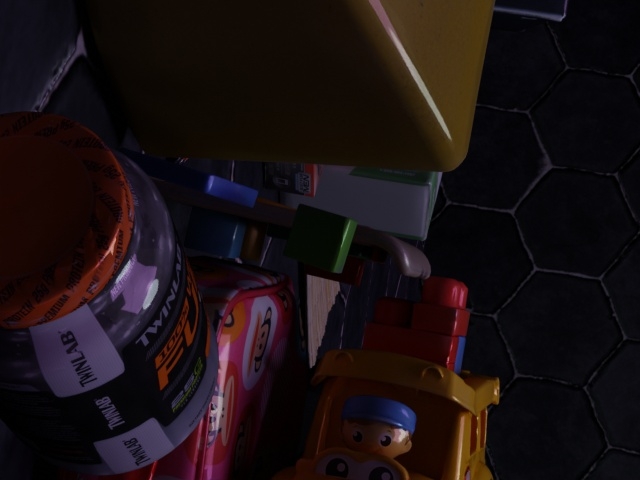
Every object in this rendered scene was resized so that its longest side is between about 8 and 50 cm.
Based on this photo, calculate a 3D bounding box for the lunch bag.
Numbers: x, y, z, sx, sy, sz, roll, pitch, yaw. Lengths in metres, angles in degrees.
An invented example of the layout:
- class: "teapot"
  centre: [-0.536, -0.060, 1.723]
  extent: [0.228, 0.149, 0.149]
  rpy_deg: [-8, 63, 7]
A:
- class: "lunch bag"
  centre: [-0.095, 0.159, 0.865]
  extent: [0.258, 0.120, 0.293]
  rpy_deg: [-9, 108, -80]

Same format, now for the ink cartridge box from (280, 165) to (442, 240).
- class: "ink cartridge box"
  centre: [0.056, -0.114, 1.418]
  extent: [0.093, 0.154, 0.212]
  rpy_deg: [88, 14, -49]

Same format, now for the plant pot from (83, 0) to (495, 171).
- class: "plant pot"
  centre: [-0.023, -0.180, 0.774]
  extent: [0.187, 0.212, 0.212]
  rpy_deg: [54, 45, -60]

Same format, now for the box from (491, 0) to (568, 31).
- class: "box"
  centre: [0.184, -0.451, 1.553]
  extent: [0.293, 0.212, 0.395]
  rpy_deg: [-103, -159, -84]

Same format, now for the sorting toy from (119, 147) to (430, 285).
- class: "sorting toy"
  centre: [-0.028, -0.002, 0.903]
  extent: [0.348, 0.196, 0.047]
  rpy_deg: [15, 93, -81]

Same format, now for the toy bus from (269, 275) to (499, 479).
- class: "toy bus"
  centre: [0.048, 0.126, 0.879]
  extent: [0.220, 0.149, 0.211]
  rpy_deg: [4, 96, -75]

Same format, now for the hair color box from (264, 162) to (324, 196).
- class: "hair color box"
  centre: [-0.011, -0.134, 1.311]
  extent: [0.093, 0.053, 0.167]
  rpy_deg: [90, 14, -48]

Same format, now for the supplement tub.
- class: "supplement tub"
  centre: [-0.115, 0.028, 0.626]
  extent: [0.190, 0.117, 0.117]
  rpy_deg: [80, 21, -64]

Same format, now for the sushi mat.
- class: "sushi mat"
  centre: [0.000, 0.000, 1.616]
  extent: [0.316, 0.019, 0.151]
  rpy_deg: [89, 14, -47]

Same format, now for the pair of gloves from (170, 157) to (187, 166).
- class: "pair of gloves"
  centre: [-0.095, -0.097, 0.962]
  extent: [0.074, 0.010, 0.083]
  rpy_deg: [-70, 163, -44]

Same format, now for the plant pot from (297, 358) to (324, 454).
- class: "plant pot"
  centre: [0.041, 0.265, 1.664]
  extent: [0.187, 0.167, 0.188]
  rpy_deg: [-31, 131, -77]
